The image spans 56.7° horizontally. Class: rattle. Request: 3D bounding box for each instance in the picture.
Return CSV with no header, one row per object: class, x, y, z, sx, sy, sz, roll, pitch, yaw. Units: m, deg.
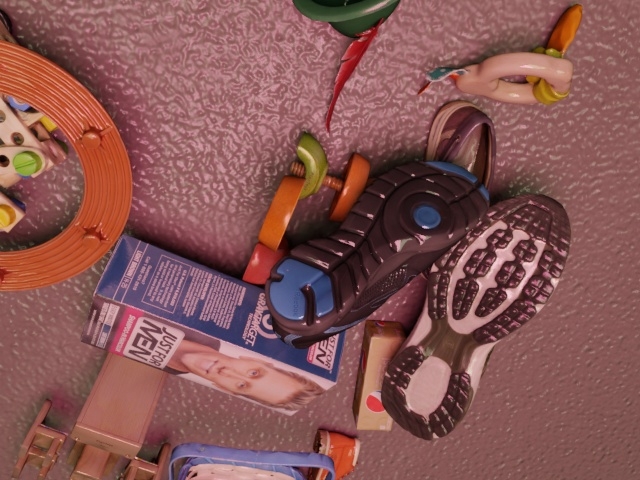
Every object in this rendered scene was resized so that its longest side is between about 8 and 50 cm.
rattle,0.243,-0.262,0.811,0.200,0.130,0.142,9,101,20

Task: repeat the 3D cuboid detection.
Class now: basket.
basket,-0.124,0.440,0.977,0.255,0.201,0.288,8,120,-7

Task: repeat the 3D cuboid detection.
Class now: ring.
ring,-0.402,-0.073,0.712,0.337,0.032,0.336,-6,121,-9

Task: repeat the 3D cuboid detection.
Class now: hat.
hat,0.067,-0.290,0.793,0.209,0.172,0.183,-15,147,16

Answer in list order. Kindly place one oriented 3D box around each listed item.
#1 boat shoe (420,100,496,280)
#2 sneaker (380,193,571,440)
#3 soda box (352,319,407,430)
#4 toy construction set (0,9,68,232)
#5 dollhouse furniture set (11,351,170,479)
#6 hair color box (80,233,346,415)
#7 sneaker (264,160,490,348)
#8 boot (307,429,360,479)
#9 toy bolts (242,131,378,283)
boat shoe,0.196,-0.056,0.871,0.103,0.092,0.284,4,112,-9
sneaker,0.231,0.101,0.904,0.158,0.182,0.410,34,114,15
soda box,0.097,0.226,0.992,0.062,0.058,0.181,5,111,-7
toy construction set,-0.458,-0.172,0.750,0.215,0.151,0.327,-32,121,8
dollhouse furniture set,-0.343,0.300,0.964,0.212,0.160,0.242,25,129,-14
hair color box,-0.155,0.135,0.871,0.348,0.105,0.174,23,142,-13
sneaker,0.071,0.013,0.765,0.341,0.125,0.139,-31,157,-20
boot,0.023,0.415,1.061,0.085,0.059,0.157,9,109,-14
toy bolts,0.000,0.000,0.822,0.159,0.218,0.228,23,118,-4
